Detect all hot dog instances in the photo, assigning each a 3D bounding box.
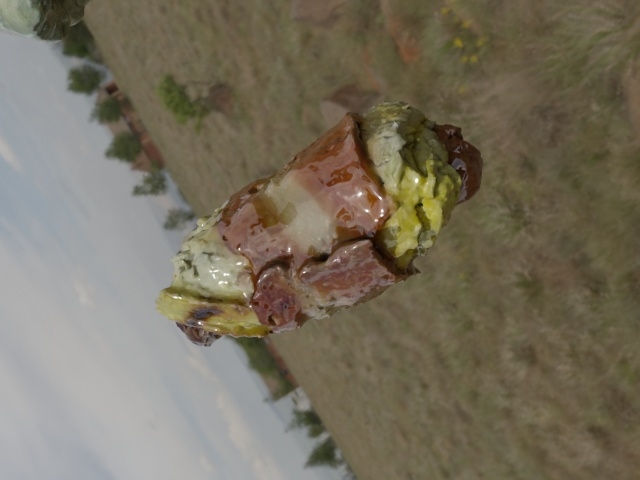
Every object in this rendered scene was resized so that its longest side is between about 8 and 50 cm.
[{"bbox_3d":[0.000,0.000,0.543,0.103,0.213,0.146,53,-159,-15],"label":"hot dog"}]

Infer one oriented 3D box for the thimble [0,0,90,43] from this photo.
[{"bbox_3d":[-0.125,-0.133,0.384,0.110,0.062,0.085,-73,1,-62],"label":"thimble"}]
